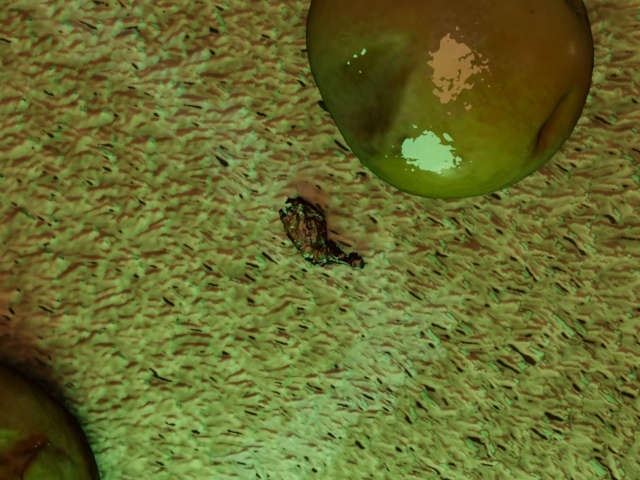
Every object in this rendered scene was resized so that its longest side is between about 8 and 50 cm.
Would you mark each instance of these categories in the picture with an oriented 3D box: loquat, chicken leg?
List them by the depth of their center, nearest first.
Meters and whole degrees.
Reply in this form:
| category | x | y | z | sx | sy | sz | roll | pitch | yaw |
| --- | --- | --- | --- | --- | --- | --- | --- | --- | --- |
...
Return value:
| category | x | y | z | sx | sy | sz | roll | pitch | yaw |
| --- | --- | --- | --- | --- | --- | --- | --- | --- | --- |
| loquat | 0.087 | -0.129 | 0.902 | 0.213 | 0.213 | 0.213 | 1 | 103 | 4 |
| chicken leg | -0.002 | 0.000 | 1.027 | 0.036 | 0.021 | 0.083 | -42 | 98 | 2 |

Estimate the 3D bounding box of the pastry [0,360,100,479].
| category | x | y | z | sx | sy | sz | roll | pitch | yaw |
| --- | --- | --- | --- | --- | --- | --- | --- | --- | --- |
| pastry | -0.332 | 0.245 | 1.037 | 0.356 | 0.164 | 0.355 | 1 | 105 | 2 |
